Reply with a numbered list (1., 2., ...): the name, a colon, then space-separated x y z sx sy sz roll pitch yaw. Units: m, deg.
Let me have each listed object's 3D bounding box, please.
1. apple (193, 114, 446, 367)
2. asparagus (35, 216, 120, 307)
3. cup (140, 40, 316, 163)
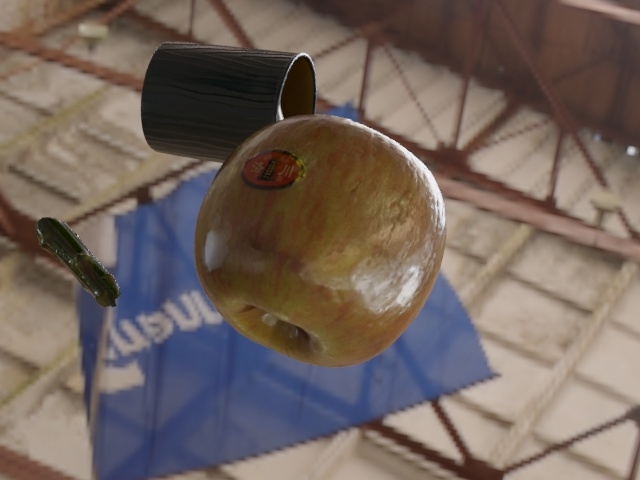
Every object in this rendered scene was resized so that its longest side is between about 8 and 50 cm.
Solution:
1. apple: 0.000 0.000 1.326 0.211 0.211 0.188 16 -112 15
2. asparagus: -0.178 0.019 1.168 0.108 0.025 0.021 43 -163 34
3. cup: -0.082 -0.128 1.481 0.138 0.113 0.150 9 -175 16
